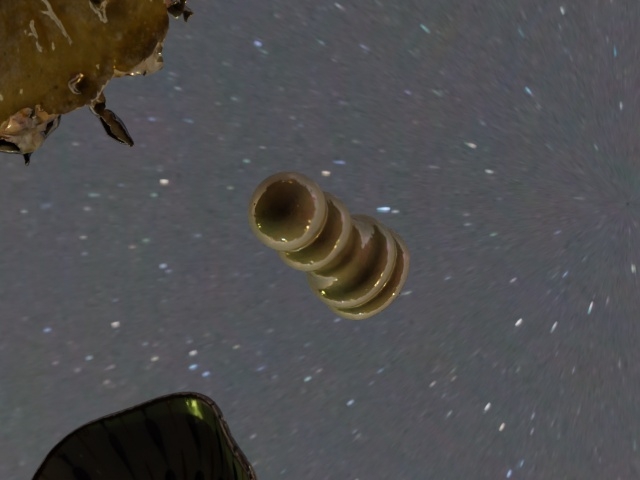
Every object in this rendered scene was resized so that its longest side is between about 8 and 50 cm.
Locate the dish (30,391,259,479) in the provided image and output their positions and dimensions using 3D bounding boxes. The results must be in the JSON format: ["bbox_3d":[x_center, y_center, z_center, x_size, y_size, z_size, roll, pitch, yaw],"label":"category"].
[{"bbox_3d":[-0.096,0.180,0.844,0.191,0.066,0.190,-22,-136,23],"label":"dish"}]

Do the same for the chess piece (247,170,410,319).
[{"bbox_3d":[0.000,0.000,1.359,0.094,0.170,0.094,-16,-121,28],"label":"chess piece"}]

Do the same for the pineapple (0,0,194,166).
[{"bbox_3d":[-0.123,-0.118,0.532,0.047,0.221,0.221,9,-86,55],"label":"pineapple"}]
